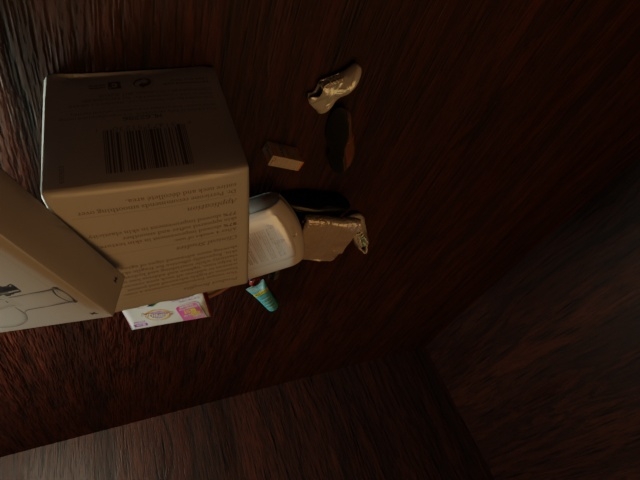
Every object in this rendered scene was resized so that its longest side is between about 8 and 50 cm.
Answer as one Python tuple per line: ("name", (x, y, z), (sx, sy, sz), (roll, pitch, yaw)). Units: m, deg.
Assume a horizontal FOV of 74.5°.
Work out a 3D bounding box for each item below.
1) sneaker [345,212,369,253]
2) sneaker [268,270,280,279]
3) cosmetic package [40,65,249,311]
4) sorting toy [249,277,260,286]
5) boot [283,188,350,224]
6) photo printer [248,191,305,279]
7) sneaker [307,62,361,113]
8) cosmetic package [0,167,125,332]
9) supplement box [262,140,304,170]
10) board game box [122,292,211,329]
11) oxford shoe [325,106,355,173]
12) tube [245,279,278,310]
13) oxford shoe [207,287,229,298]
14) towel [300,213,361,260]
("sneaker", (0.148, -0.022, 1.574), (0.080, 0.094, 0.212), (-25, 148, 4))
("sneaker", (-0.210, 0.067, 1.483), (0.130, 0.087, 0.227), (-15, 144, -11))
("cosmetic package", (-0.349, -0.102, 0.904), (0.330, 0.327, 0.393), (-11, 146, -19))
("sorting toy", (-0.254, 0.130, 1.596), (0.061, 0.042, 0.102), (-16, 139, -42))
("boot", (-0.038, -0.078, 1.380), (0.236, 0.085, 0.178), (1, 144, -32))
("photo printer", (-0.208, -0.004, 1.272), (0.308, 0.107, 0.256), (-18, 129, 4))
("sneaker", (0.033, -0.372, 1.014), (0.152, 0.053, 0.061), (-38, 143, 22))
("cosmetic package", (-0.545, 0.015, 0.648), (0.285, 0.097, 0.377), (-11, 142, 9))
("supplement box", (-0.101, -0.228, 1.132), (0.098, 0.062, 0.036), (3, 140, -38))
("board game box", (-0.465, 0.127, 1.214), (0.242, 0.064, 0.316), (-8, 137, -10))
("oxford shoe", (0.064, -0.287, 1.167), (0.076, 0.076, 0.212), (-44, 155, -27))
("tube", (-0.234, 0.228, 1.748), (0.080, 0.052, 0.207), (-33, 143, -5))
("oxford shoe", (-0.455, 0.113, 1.341), (0.397, 0.140, 0.146), (-9, 140, -25))
("towel", (0.000, 0.000, 1.409), (0.187, 0.049, 0.282), (2, 151, -19))
